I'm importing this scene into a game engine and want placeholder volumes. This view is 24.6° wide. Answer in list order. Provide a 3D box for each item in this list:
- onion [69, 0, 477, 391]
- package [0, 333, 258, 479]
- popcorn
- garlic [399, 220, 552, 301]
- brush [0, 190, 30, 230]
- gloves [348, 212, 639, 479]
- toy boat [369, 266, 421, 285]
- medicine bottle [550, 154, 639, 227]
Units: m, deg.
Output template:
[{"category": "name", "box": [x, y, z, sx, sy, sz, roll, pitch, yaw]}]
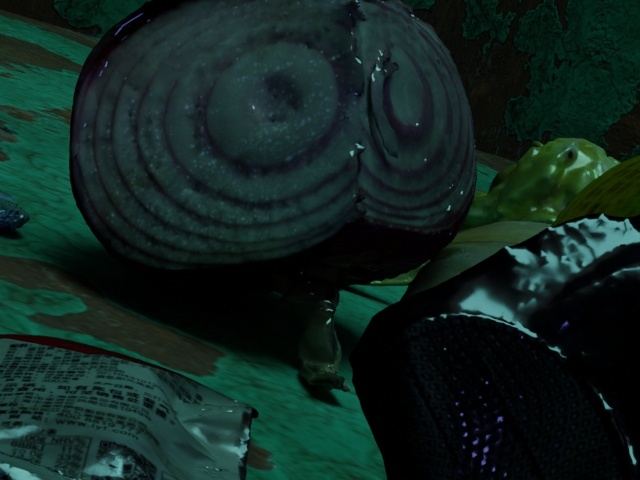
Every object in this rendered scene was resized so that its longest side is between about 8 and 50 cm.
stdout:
[{"category": "onion", "box": [-0.027, -0.056, 1.006, 0.256, 0.272, 0.230, 17, -4, 19]}, {"category": "package", "box": [-0.098, 0.079, 0.639, 0.154, 0.030, 0.239, 18, 9, -5]}, {"category": "popcorn", "box": [0.232, -0.017, 1.460, 0.167, 0.185, 0.187, 35, -12, -39]}, {"category": "garlic", "box": [0.180, 0.053, 1.054, 0.228, 0.110, 0.217, 27, 25, 4]}, {"category": "brush", "box": [-0.255, -0.042, 1.061, 0.070, 0.021, 0.196, 18, 9, -22]}, {"category": "gloves", "box": [0.145, 0.118, 0.512, 0.301, 0.197, 0.152, 56, -11, 45]}, {"category": "toy boat", "box": [0.000, 0.000, 1.209, 0.172, 0.065, 0.066, 17, -5, -13]}, {"category": "medicine bottle", "box": [0.260, 0.062, 0.755, 0.224, 0.224, 0.384, 18, 0, -10]}]
